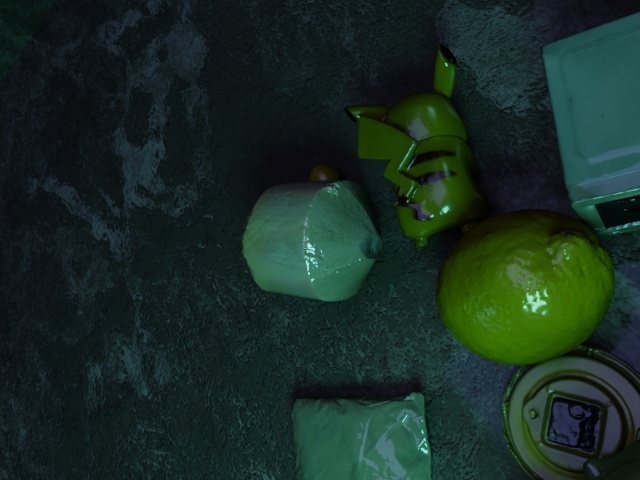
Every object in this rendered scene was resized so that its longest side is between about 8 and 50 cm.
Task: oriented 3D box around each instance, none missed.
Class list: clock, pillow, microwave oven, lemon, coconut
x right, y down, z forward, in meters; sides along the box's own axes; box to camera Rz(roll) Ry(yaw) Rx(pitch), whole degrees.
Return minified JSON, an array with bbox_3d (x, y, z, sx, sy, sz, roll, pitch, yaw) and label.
[{"bbox_3d":[0.382,0.272,0.881,0.237,0.057,0.237,-8,74,30],"label":"clock"},{"bbox_3d":[0.067,0.412,1.033,0.281,0.076,0.274,-11,73,31],"label":"pillow"},{"bbox_3d":[0.524,-0.175,0.812,0.355,0.218,0.286,-14,68,29],"label":"microwave oven"},{"bbox_3d":[0.010,-0.127,1.225,0.062,0.062,0.083,-51,49,11],"label":"lemon"},{"bbox_3d":[0.000,0.000,1.097,0.244,0.239,0.239,1,77,33],"label":"coconut"},{"bbox_3d":[0.298,0.070,0.879,0.263,0.236,0.235,-173,102,-75],"label":"lemon"}]

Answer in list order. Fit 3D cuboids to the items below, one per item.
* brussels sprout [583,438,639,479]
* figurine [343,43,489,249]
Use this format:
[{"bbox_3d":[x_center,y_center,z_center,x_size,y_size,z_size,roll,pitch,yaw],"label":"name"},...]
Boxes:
[{"bbox_3d":[0.453,0.385,0.603,0.342,0.425,0.361,-35,73,-27],"label":"brussels sprout"},{"bbox_3d":[0.179,-0.149,1.057,0.218,0.169,0.326,-18,69,23],"label":"figurine"}]
